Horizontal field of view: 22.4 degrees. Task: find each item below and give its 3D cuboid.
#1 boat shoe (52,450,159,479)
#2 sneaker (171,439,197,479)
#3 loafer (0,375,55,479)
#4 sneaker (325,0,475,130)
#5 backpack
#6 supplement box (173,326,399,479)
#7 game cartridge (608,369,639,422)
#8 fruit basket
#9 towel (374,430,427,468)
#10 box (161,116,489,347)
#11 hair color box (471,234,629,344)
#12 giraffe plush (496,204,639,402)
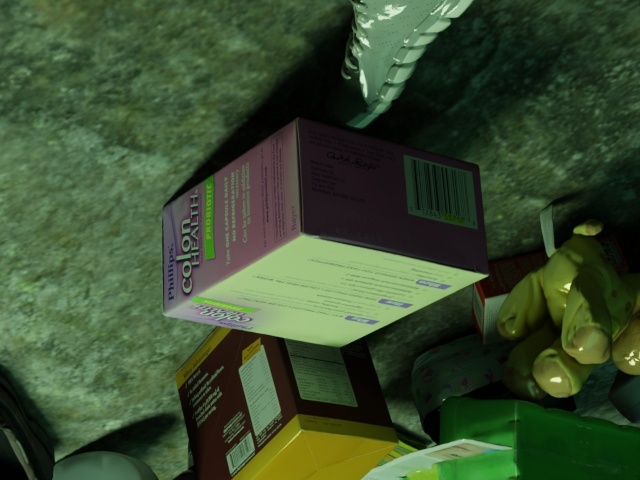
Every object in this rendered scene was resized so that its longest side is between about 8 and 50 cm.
[{"bbox_3d":[-0.303,0.374,1.957,0.367,0.136,0.156,-32,141,25],"label":"boat shoe"},{"bbox_3d":[-0.138,0.270,1.855,0.104,0.147,0.295,-36,153,23],"label":"sneaker"},{"bbox_3d":[-0.369,0.218,1.756,0.109,0.095,0.302,-22,144,8],"label":"loafer"},{"bbox_3d":[0.034,-0.199,1.393,0.132,0.086,0.229,21,130,-24],"label":"sneaker"},{"bbox_3d":[0.199,0.174,1.907,0.182,0.115,0.152,-19,135,7],"label":"backpack"},{"bbox_3d":[-0.043,0.183,1.754,0.129,0.194,0.191,13,135,-35],"label":"supplement box"},{"bbox_3d":[0.479,0.051,1.785,0.068,0.230,0.355,44,122,-6],"label":"game cartridge"},{"bbox_3d":[0.194,0.296,1.827,0.327,0.165,0.353,15,148,-28],"label":"fruit basket"},{"bbox_3d":[0.024,0.316,2.105,0.237,0.021,0.102,-36,139,25],"label":"towel"},{"bbox_3d":[0.000,0.000,1.539,0.213,0.117,0.243,12,153,-33],"label":"box"},{"bbox_3d":[0.257,0.056,1.827,0.167,0.053,0.093,-11,142,-5],"label":"hair color box"},{"bbox_3d":[0.306,0.082,1.729,0.170,0.210,0.181,19,158,-25],"label":"giraffe plush"}]
